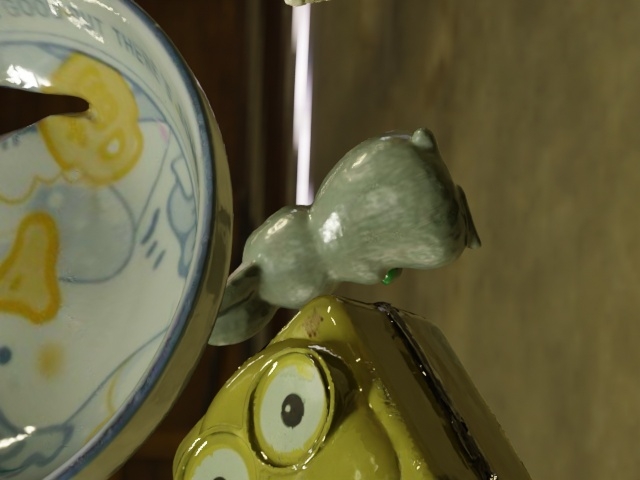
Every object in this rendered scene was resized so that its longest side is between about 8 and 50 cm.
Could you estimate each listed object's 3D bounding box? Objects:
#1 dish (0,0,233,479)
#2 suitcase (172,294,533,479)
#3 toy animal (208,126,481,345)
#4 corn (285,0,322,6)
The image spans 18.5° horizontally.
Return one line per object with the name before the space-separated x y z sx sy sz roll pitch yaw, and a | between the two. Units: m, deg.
dish | -0.152 0.017 0.910 0.134 0.273 0.273 45 -140 -63
suitcase | 0.016 0.162 1.226 0.194 0.143 0.235 -50 48 24
toy animal | 0.003 -0.006 1.579 0.108 0.236 0.138 -109 4 -56
corn | 0.060 -0.236 1.500 0.087 0.211 0.087 166 90 -74
